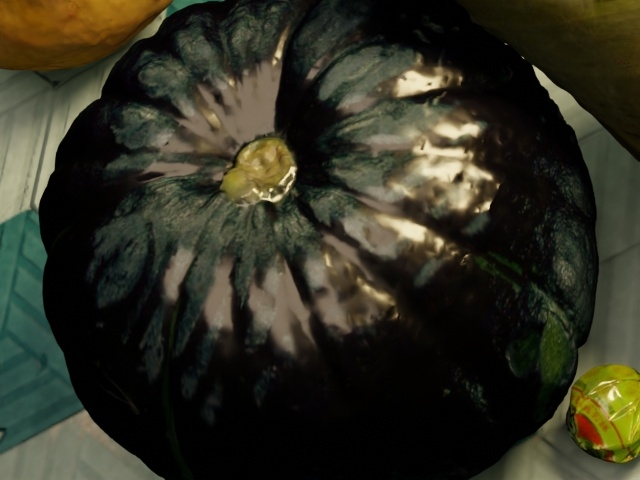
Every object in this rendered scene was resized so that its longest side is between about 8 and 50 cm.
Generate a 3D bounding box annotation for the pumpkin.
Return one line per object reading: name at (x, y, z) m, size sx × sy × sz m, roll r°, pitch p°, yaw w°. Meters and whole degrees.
pumpkin at (0.000, 0.000, 1.186) m, size 0.363 × 0.266 × 0.363 m, roll -10°, pitch 62°, yaw 20°

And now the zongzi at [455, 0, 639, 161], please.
zongzi at (0.207, -0.075, 1.092) m, size 0.393 × 0.174 × 0.356 m, roll -12°, pitch 89°, yaw -20°

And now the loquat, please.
loquat at (-0.208, -0.236, 1.403) m, size 0.238 × 0.193 × 0.238 m, roll -19°, pitch 41°, yaw 17°

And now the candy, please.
candy at (0.240, 0.071, 1.198) m, size 0.194 × 0.062 × 0.058 m, roll -37°, pitch 17°, yaw -6°
